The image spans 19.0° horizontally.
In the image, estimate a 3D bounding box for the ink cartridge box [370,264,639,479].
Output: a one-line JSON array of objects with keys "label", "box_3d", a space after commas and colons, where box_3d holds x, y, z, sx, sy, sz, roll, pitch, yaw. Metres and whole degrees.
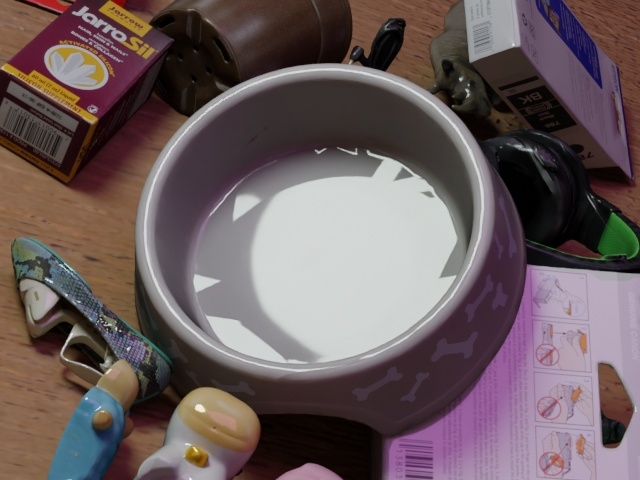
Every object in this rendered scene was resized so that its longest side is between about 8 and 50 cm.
[{"label": "ink cartridge box", "box_3d": [0.165, 0.146, 1.667, 0.239, 0.060, 0.275, 7, 61, -9]}]

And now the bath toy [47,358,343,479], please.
[{"label": "bath toy", "box_3d": [-0.041, 0.229, 1.505, 0.348, 0.129, 0.151, 31, 82, 5]}]

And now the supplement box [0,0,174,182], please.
[{"label": "supplement box", "box_3d": [-0.232, -0.151, 1.833, 0.104, 0.081, 0.188, 31, 37, 2]}]

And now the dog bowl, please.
[{"label": "dog bowl", "box_3d": [0.000, 0.000, 1.644, 0.349, 0.102, 0.348, -4, 62, 7]}]

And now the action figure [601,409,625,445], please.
[{"label": "action figure", "box_3d": [0.167, 0.156, 1.733, 0.232, 0.063, 0.137, 12, 73, -10]}]

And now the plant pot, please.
[{"label": "plant pot", "box_3d": [-0.081, -0.207, 1.944, 0.167, 0.167, 0.165, 39, 47, 12]}]

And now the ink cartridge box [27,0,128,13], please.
[{"label": "ink cartridge box", "box_3d": [-0.251, -0.333, 2.028, 0.134, 0.078, 0.231, 18, 40, -15]}]

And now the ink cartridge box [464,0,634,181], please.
[{"label": "ink cartridge box", "box_3d": [0.250, -0.192, 2.097, 0.333, 0.065, 0.165, 39, 40, -50]}]

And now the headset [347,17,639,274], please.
[{"label": "headset", "box_3d": [0.165, -0.071, 1.900, 0.243, 0.185, 0.394, -1, 28, -44]}]

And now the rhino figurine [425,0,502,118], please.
[{"label": "rhino figurine", "box_3d": [0.172, -0.201, 2.157, 0.106, 0.073, 0.243, 34, 35, -5]}]

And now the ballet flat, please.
[{"label": "ballet flat", "box_3d": [-0.209, 0.071, 1.618, 0.188, 0.070, 0.070, 38, 38, 16]}]
